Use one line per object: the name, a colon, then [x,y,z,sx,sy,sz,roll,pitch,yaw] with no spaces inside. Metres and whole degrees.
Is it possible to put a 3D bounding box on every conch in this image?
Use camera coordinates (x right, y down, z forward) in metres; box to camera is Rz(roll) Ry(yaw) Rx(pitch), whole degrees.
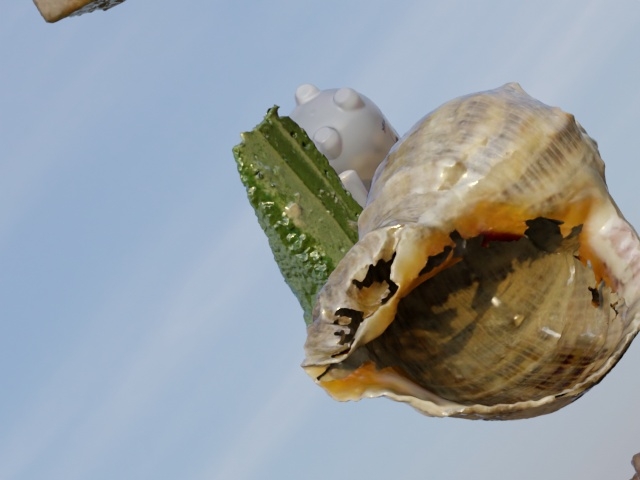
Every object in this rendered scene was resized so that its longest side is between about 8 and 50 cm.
conch: [0.104,0.026,1.246,0.291,0.210,0.159,-43,-8,-22]

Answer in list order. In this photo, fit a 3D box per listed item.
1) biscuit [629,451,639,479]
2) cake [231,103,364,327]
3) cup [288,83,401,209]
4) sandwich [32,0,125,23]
biscuit: [0.469,0.207,1.570,0.394,0.368,0.076,-19,-46,2]
cake: [-0.018,-0.009,1.850,0.099,0.235,0.100,-31,9,45]
cup: [0.018,-0.091,2.145,0.142,0.134,0.173,51,-138,-47]
sandwich: [-0.140,-0.286,1.532,0.236,0.128,0.122,-28,-3,20]
